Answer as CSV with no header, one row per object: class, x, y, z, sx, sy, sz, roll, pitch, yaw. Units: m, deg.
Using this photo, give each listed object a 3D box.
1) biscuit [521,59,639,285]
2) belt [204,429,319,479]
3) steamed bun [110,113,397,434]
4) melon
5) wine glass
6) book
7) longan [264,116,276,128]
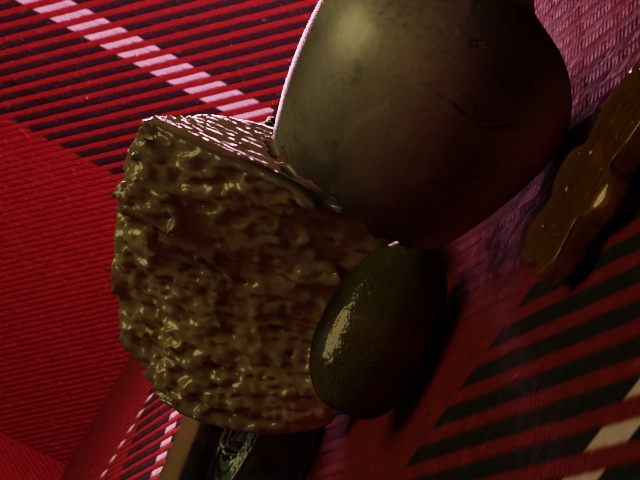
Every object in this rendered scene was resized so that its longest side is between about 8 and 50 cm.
biscuit,0.196,-0.051,1.215,0.184,0.027,0.133,-61,7,-4
belt,-0.062,0.211,1.766,0.147,0.082,0.163,-57,10,6
steamed bun,-0.062,0.035,1.681,0.272,0.290,0.273,-65,-11,15
melon,0.050,0.072,1.472,0.162,0.099,0.099,-63,8,-14
wine glass,0.114,-0.161,1.392,0.323,0.238,0.238,-56,9,16
book,-0.122,0.257,1.840,0.201,0.026,0.289,79,-156,-48
longan,-0.001,-0.093,2.082,0.155,0.176,0.145,-47,-14,0
